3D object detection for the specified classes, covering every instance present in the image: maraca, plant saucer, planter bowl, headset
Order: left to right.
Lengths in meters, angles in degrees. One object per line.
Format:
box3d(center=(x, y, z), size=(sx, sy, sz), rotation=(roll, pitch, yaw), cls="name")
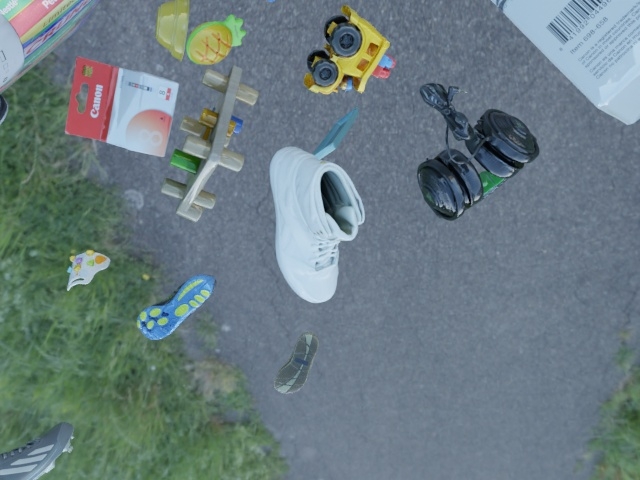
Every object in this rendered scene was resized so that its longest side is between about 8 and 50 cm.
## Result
box3d(center=(-0.492, -0.707, 1.749), size=(0.090, 0.217, 0.217), rotation=(5, 145, -22), cls="planter bowl")
box3d(center=(-0.298, -0.573, 1.524), size=(0.185, 0.099, 0.127), rotation=(-31, 157, -10), cls="maraca")
box3d(center=(0.033, -0.221, 1.109), size=(0.067, 0.192, 0.018), rotation=(-30, 108, 35), cls="plant saucer")
box3d(center=(0.284, -0.170, 1.035), size=(0.243, 0.185, 0.394), rotation=(-39, 161, 13), cls="headset")

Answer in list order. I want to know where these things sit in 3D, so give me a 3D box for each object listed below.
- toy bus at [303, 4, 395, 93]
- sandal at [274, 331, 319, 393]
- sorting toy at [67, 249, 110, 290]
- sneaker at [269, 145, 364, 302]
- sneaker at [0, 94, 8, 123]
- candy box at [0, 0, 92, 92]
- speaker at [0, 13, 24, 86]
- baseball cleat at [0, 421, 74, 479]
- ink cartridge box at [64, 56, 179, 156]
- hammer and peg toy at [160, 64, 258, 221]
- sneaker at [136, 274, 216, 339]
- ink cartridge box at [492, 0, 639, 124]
box3d(center=(0.086, -0.465, 1.400), size=(0.211, 0.149, 0.220), rotation=(24, 115, -24), cls="toy bus")
box3d(center=(-0.055, 0.307, 1.343), size=(0.072, 0.049, 0.180), rotation=(25, 100, -3), cls="sandal")
box3d(center=(-0.470, 0.064, 1.051), size=(0.083, 0.075, 0.045), rotation=(-19, 132, 14), cls="sorting toy")
box3d(center=(0.000, 0.000, 0.883), size=(0.108, 0.169, 0.293), rotation=(-23, 117, -23), cls="sneaker")
box3d(center=(-0.633, -0.254, 0.944), size=(0.153, 0.269, 0.101), rotation=(-35, 102, 22), cls="sneaker")
box3d(center=(-0.403, -0.323, 0.715), size=(0.122, 0.268, 0.317), rotation=(46, 150, -26), cls="candy box")
box3d(center=(-0.227, -0.085, 0.296), size=(0.055, 0.136, 0.055), rotation=(5, 133, 6), cls="speaker")
box3d(center=(-0.451, 0.321, 0.769), size=(0.072, 0.206, 0.109), rotation=(-28, 106, 26), cls="baseball cleat")
box3d(center=(-0.366, -0.246, 0.989), size=(0.179, 0.045, 0.146), rotation=(8, 104, -30), cls="ink cartridge box")
box3d(center=(-0.274, -0.207, 1.227), size=(0.127, 0.266, 0.361), rotation=(19, 150, -22), cls="hammer and peg toy")
box3d(center=(-0.272, 0.128, 1.025), size=(0.188, 0.078, 0.067), rotation=(-36, 88, 12), cls="sneaker")
box3d(center=(0.287, -0.287, 0.533), size=(0.114, 0.273, 0.197), rotation=(0, 142, -47), cls="ink cartridge box")
